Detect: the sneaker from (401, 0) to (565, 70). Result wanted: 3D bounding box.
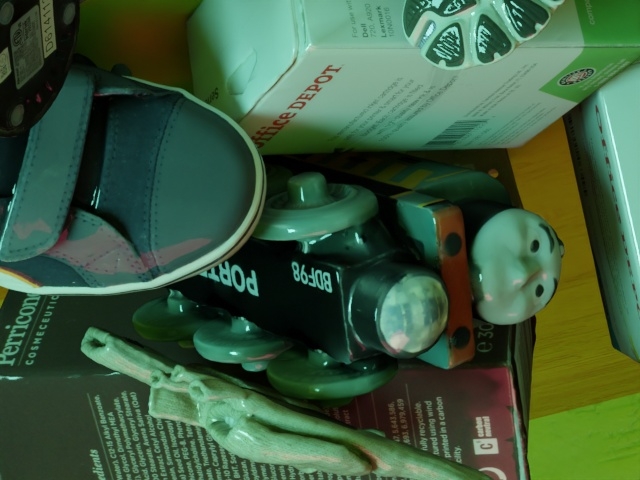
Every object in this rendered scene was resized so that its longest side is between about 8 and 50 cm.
[{"bbox_3d":[0.115,-0.150,0.879,0.170,0.068,0.071,-44,171,1],"label":"sneaker"}]

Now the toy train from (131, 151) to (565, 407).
[{"bbox_3d":[0.000,0.000,1.084,0.190,0.142,0.334,-18,-162,-30],"label":"toy train"}]

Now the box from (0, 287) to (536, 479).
[{"bbox_3d":[-0.039,0.085,1.256,0.381,0.191,0.143,-4,125,11],"label":"box"}]

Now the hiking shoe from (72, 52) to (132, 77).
[{"bbox_3d":[-0.258,-0.056,1.017,0.304,0.113,0.132,-5,134,-2],"label":"hiking shoe"}]

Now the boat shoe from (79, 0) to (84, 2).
[{"bbox_3d":[-0.127,-0.138,0.871,0.142,0.049,0.040,-19,163,18],"label":"boat shoe"}]

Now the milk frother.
[{"bbox_3d":[-0.170,-0.133,0.788,0.135,0.129,0.143,19,-154,18],"label":"milk frother"}]

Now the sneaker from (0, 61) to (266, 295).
[{"bbox_3d":[-0.189,-0.044,0.886,0.321,0.126,0.127,6,171,0],"label":"sneaker"}]

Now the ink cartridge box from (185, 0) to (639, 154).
[{"bbox_3d":[0.051,-0.117,0.984,0.219,0.092,0.160,-3,163,-26],"label":"ink cartridge box"}]

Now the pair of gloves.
[{"bbox_3d":[-0.028,0.112,1.030,0.204,0.042,0.240,22,175,-26],"label":"pair of gloves"}]

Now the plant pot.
[{"bbox_3d":[0.111,-0.024,1.344,0.109,0.109,0.096,-10,152,-4],"label":"plant pot"}]

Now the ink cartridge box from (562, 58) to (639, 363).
[{"bbox_3d":[0.283,-0.030,1.146,0.197,0.198,0.270,-12,180,4],"label":"ink cartridge box"}]
